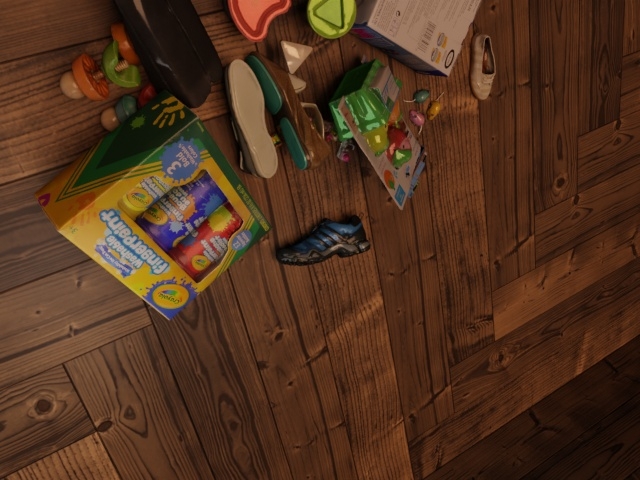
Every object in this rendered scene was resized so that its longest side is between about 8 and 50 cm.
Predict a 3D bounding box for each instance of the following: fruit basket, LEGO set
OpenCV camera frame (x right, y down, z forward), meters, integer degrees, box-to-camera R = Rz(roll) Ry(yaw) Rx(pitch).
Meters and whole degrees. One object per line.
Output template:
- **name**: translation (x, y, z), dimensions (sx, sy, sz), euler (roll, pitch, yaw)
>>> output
- **fruit basket**: translation (0.186, -0.314, 1.567), dimensions (0.353, 0.166, 0.327), euler (49, 41, -23)
- **LEGO set**: translation (-0.017, -0.297, 1.586), dimensions (0.287, 0.107, 0.132), euler (0, 108, -31)

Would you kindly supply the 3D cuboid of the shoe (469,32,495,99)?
- **shoe**: translation (0.535, -0.568, 1.839), dimensions (0.077, 0.058, 0.218), euler (-23, 118, -22)

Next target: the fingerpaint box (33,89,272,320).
- **fingerpaint box**: translation (-0.368, -0.063, 1.349), dimensions (0.371, 0.163, 0.444), euler (-42, 144, -10)

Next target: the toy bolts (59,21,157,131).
- **toy bolts**: translation (-0.475, -0.361, 1.289), dimensions (0.159, 0.218, 0.228), euler (-19, 140, 8)

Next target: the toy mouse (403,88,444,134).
- **toy mouse**: translation (0.325, -0.424, 1.786), dimensions (0.143, 0.031, 0.160), euler (16, 99, -34)

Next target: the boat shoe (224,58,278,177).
- **boat shoe**: translation (-0.204, -0.311, 1.470), dimensions (0.116, 0.099, 0.319), euler (-46, 132, -41)

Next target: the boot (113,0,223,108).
- **boot**: translation (-0.327, -0.573, 1.263), dimensions (0.367, 0.146, 0.445), euler (-57, 137, -31)

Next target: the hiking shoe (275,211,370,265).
- **hiking shoe**: translation (0.000, 0.000, 1.730), dimensions (0.304, 0.113, 0.131), euler (-10, 83, -21)

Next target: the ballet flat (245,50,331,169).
- **ballet flat**: translation (-0.071, -0.354, 1.488), dimensions (0.124, 0.116, 0.342), euler (-30, 91, -26)

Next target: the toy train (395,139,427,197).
- **toy train**: translation (0.282, -0.232, 1.809), dimensions (0.105, 0.080, 0.184), euler (25, 92, -44)

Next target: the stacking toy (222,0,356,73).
- **stacking toy**: translation (-0.078, -0.611, 1.426), dimensions (0.309, 0.130, 0.279), euler (-40, 119, 1)

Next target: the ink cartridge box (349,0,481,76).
- **ink cartridge box**: translation (0.290, -0.650, 1.608), dimensions (0.396, 0.151, 0.269), euler (18, 99, -33)
